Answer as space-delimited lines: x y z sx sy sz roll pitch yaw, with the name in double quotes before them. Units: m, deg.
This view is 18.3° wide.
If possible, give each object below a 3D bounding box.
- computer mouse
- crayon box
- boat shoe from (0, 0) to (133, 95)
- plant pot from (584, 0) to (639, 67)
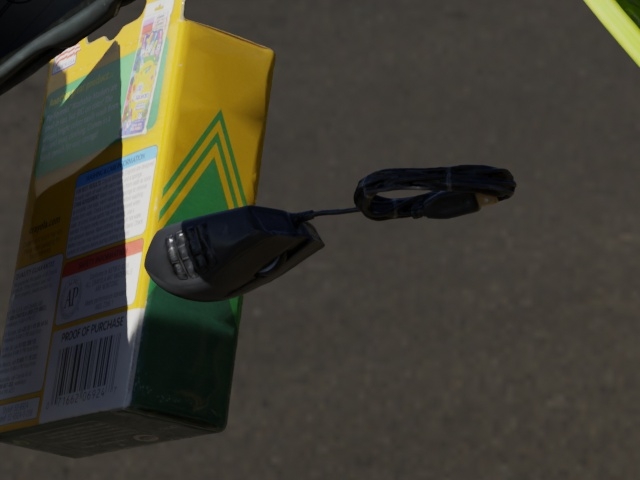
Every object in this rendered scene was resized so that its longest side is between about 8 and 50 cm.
"computer mouse" 0.000 0.000 1.071 0.242 0.041 0.071 -14 -21 39
"crayon box" -0.130 -0.020 1.388 0.083 0.323 0.203 17 -19 -32
"boat shoe" -0.115 -0.157 0.872 0.340 0.127 0.113 -32 19 46
"plant pot" 0.338 -0.207 1.495 0.228 0.227 0.207 51 16 10
